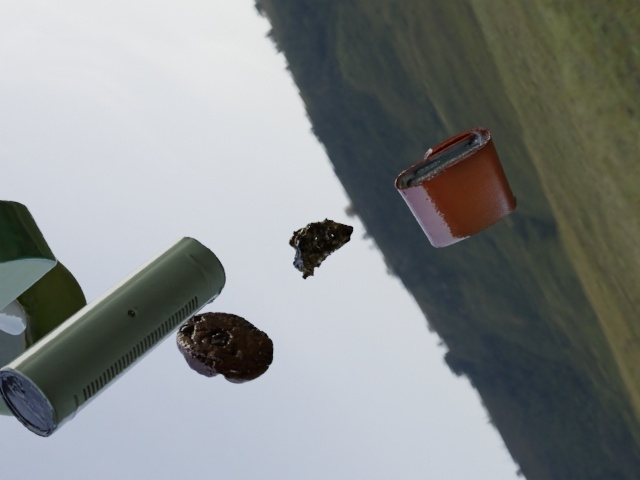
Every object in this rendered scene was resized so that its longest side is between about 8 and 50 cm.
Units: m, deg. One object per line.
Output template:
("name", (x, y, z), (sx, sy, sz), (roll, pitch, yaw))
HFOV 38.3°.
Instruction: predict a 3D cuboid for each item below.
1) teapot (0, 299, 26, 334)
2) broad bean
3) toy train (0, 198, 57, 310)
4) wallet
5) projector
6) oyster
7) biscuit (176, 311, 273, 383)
("teapot", (-0.382, -0.011, 0.742), (0.166, 0.208, 0.299), (-35, -76, -33))
("broad bean", (-0.470, 0.120, 1.386), (0.119, 0.238, 0.291), (75, 170, -78))
("toy train", (-0.164, -0.011, 0.369), (0.122, 0.081, 0.050), (58, -162, 13))
("wallet", (0.193, -0.069, 1.288), (0.045, 0.142, 0.204), (65, -171, 31))
("projector", (-0.269, 0.119, 1.232), (0.337, 0.108, 0.108), (-42, -78, -43))
("oyster", (0.001, 0.000, 1.354), (0.132, 0.029, 0.086), (-55, -48, -33))
("biscuit", (-0.176, 0.195, 1.723), (0.192, 0.049, 0.192), (14, -150, -8))
